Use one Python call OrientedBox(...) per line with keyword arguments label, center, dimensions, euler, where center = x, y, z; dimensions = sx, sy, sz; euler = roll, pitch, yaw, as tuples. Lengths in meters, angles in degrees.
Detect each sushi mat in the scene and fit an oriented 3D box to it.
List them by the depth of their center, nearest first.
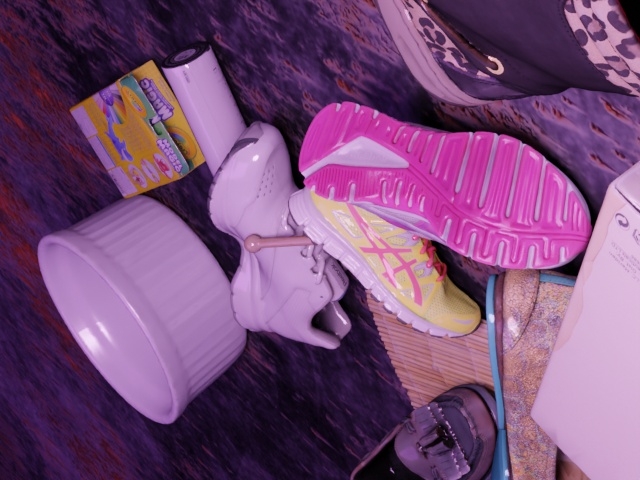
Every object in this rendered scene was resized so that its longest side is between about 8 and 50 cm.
OrientedBox(label="sushi mat", center=(0.159, 0.132, 1.649), dimensions=(0.316, 0.019, 0.151), euler=(16, 135, 55))

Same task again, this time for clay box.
OrientedBox(label="clay box", center=(-0.200, -0.124, 1.943), dimensions=(0.127, 0.053, 0.222), euler=(59, 155, -9))

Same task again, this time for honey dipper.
OrientedBox(label="honey dipper", center=(0.000, 0.000, 1.656), dimensions=(0.161, 0.030, 0.030), euler=(-5, 124, 26))

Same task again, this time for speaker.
OrientedBox(label="speaker", center=(-0.110, -0.130, 1.762), dimensions=(0.055, 0.055, 0.136), euler=(18, 138, 54))

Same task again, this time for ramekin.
OrientedBox(label="ramekin", center=(-0.215, 0.076, 2.140), dimensions=(0.277, 0.135, 0.277), euler=(42, 154, 26))

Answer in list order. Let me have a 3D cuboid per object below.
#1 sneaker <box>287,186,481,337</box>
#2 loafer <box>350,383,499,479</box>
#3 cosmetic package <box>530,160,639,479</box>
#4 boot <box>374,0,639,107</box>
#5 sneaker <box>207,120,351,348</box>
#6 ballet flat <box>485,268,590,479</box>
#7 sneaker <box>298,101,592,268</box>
OrientedBox(label="sneaker", center=(0.074, 0.004, 1.566), dimensions=(0.208, 0.094, 0.081), euler=(40, -162, -7))
OrientedBox(label="loafer", center=(0.103, 0.215, 1.713), dimensions=(0.096, 0.084, 0.267), euler=(66, 159, 12))
OrientedBox(label="cosmetic package", center=(0.255, 0.043, 1.173), dimensions=(0.113, 0.160, 0.309), euler=(46, 154, 21))
OrientedBox(label="boot", center=(0.107, -0.235, 1.099), dimensions=(0.284, 0.138, 0.377), euler=(17, 141, 56))
OrientedBox(label="sneaker", center=(-0.029, -0.004, 1.752), dimensions=(0.129, 0.111, 0.297), euler=(22, 147, 27))
OrientedBox(label="ballet flat", center=(0.198, 0.158, 1.476), dimensions=(0.123, 0.123, 0.348), euler=(37, 148, 35))
OrientedBox(label="sneaker", center=(0.113, -0.044, 1.415), dimensions=(0.252, 0.103, 0.111), euler=(24, -176, 28))
